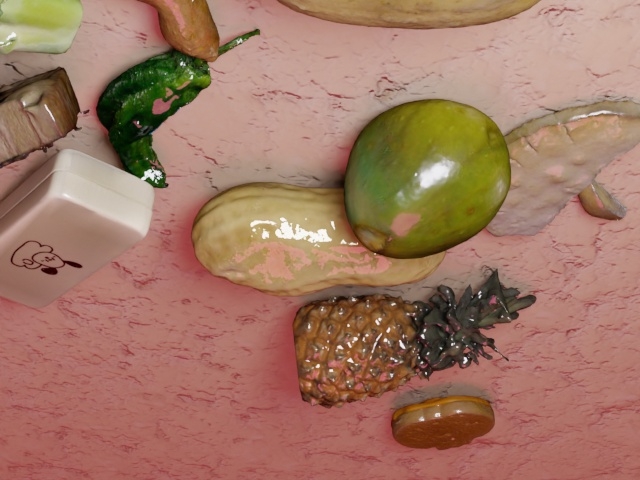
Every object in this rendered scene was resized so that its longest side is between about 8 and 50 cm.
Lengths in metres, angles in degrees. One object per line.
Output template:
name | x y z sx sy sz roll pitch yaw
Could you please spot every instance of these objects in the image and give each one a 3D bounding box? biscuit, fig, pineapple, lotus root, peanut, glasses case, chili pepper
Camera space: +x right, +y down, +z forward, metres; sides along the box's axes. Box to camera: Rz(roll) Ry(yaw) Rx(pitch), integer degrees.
biscuit | 0.258 -0.086 1.468 0.141 0.038 0.290 19 141 -23
fig | 0.113 -0.064 1.397 0.181 0.191 0.181 34 158 16
pineapple | 0.133 0.132 1.698 0.340 0.169 0.169 -10 144 5
lotus root | 0.102 -0.268 1.115 0.342 0.151 0.169 4 145 1
biscuit | 0.198 0.288 2.000 0.170 0.050 0.170 -4 151 -2
peanut | 0.000 0.000 1.527 0.318 0.148 0.147 1 145 -9
glasses case | -0.332 -0.007 1.536 0.131 0.070 0.313 25 147 -28
chili pepper | -0.178 -0.146 1.379 0.122 0.065 0.279 6 150 -30
lotus root | -0.336 -0.124 1.327 0.260 0.170 0.074 -16 108 30

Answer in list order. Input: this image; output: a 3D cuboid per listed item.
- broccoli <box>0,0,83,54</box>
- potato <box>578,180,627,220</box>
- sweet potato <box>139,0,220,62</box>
broccoli | -0.387 -0.191 1.160 0.302 0.249 0.375 23 134 -24
potato | 0.343 -0.041 1.532 0.037 0.036 0.093 -28 136 31
sweet potato | -0.164 -0.254 1.229 0.065 0.051 0.218 -42 128 4
